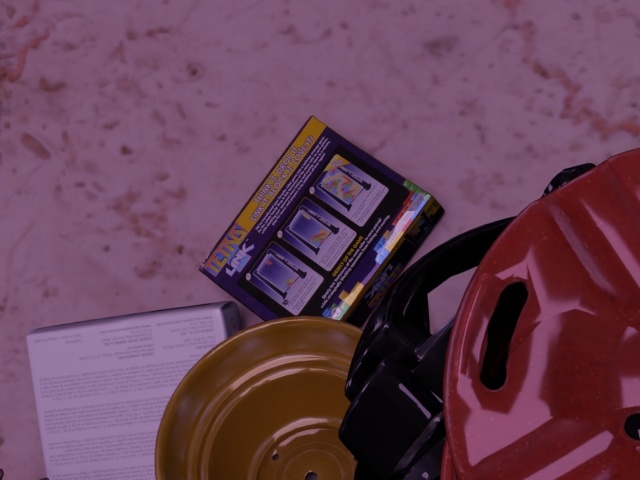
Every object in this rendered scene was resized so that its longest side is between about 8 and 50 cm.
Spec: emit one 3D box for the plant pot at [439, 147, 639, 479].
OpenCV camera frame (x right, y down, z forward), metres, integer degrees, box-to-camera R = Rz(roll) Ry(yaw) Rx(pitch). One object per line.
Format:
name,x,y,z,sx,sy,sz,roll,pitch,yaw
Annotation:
plant pot,0.171,0.092,0.674,0.272,0.265,0.272,-4,71,12

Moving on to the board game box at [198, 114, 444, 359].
board game box,0.000,0.000,1.278,0.141,0.048,0.170,36,89,26

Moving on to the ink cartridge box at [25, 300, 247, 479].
ink cartridge box,-0.149,0.179,1.287,0.189,0.066,0.232,-9,93,16

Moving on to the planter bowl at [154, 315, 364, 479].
planter bowl,-0.017,0.176,1.188,0.217,0.090,0.217,-7,57,12

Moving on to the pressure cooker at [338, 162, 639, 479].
pressure cooker,0.233,0.142,0.983,0.375,0.370,0.420,-44,69,-2

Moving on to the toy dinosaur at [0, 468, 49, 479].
toy dinosaur,-0.217,0.294,1.226,0.295,0.200,0.127,4,54,42
